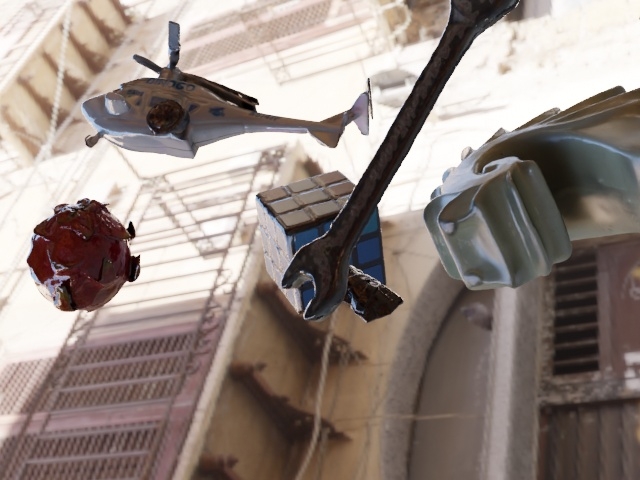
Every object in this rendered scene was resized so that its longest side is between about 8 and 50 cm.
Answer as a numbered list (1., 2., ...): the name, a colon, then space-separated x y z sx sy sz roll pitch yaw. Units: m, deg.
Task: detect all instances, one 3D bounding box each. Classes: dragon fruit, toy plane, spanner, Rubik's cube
1. dragon fruit: -0.289 0.027 1.076 0.136 0.166 0.133 17 -133 -27
2. toy plane: -0.095 -0.109 0.855 0.182 0.273 0.107 113 174 -63
3. spanner: 0.049 -0.064 0.564 0.015 0.054 0.254 28 -87 -42
4. Rubik's cube: 0.000 0.000 1.458 0.163 0.162 0.160 -132 30 -56

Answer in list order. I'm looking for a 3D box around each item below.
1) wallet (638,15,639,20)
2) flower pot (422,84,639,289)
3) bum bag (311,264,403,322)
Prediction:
1. wallet: 0.547 -0.321 1.322 0.038 0.153 0.118 -67 -4 38
2. flower pot: 0.319 -0.072 1.090 0.164 0.368 0.254 62 -147 -14
3. bum bag: 0.038 0.055 1.068 0.058 0.124 0.034 -38 -39 -30
